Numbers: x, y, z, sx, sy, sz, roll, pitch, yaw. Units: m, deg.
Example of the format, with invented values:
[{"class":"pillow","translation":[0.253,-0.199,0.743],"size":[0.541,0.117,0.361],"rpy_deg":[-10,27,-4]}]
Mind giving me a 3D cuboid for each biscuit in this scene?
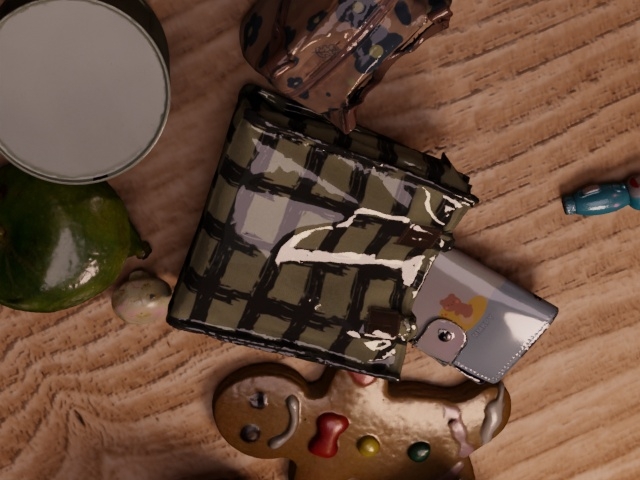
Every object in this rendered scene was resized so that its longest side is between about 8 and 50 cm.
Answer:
[{"class":"biscuit","translation":[0.050,0.287,1.856],"size":[0.432,0.064,0.283],"rpy_deg":[15,114,-15]}]

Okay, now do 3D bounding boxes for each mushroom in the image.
[{"class":"mushroom","translation":[-0.241,0.077,1.710],"size":[0.083,0.067,0.083],"rpy_deg":[-9,153,-4]}]

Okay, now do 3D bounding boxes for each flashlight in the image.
[{"class":"flashlight","translation":[0.397,-0.056,1.738],"size":[0.129,0.051,0.051],"rpy_deg":[-13,118,3]}]

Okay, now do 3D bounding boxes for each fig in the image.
[{"class":"fig","translation":[-0.319,-0.008,1.624],"size":[0.203,0.235,0.203],"rpy_deg":[0,90,27]}]

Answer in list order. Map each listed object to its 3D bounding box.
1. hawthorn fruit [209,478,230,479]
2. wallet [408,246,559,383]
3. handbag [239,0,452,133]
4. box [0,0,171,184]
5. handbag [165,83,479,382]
[{"class":"hawthorn fruit","translation":[-0.145,0.482,1.793],"size":[0.254,0.300,0.254],"rpy_deg":[-1,100,-5]},{"class":"wallet","translation":[0.197,0.097,1.778],"size":[0.231,0.069,0.170],"rpy_deg":[31,113,-12]},{"class":"handbag","translation":[0.034,-0.261,1.501],"size":[0.190,0.193,0.251],"rpy_deg":[34,107,-17]},{"class":"box","translation":[-0.292,-0.198,1.509],"size":[0.226,0.149,0.226],"rpy_deg":[-3,115,-7]},{"class":"handbag","translation":[0.000,0.000,1.637],"size":[0.327,0.162,0.325],"rpy_deg":[19,114,-8]}]
